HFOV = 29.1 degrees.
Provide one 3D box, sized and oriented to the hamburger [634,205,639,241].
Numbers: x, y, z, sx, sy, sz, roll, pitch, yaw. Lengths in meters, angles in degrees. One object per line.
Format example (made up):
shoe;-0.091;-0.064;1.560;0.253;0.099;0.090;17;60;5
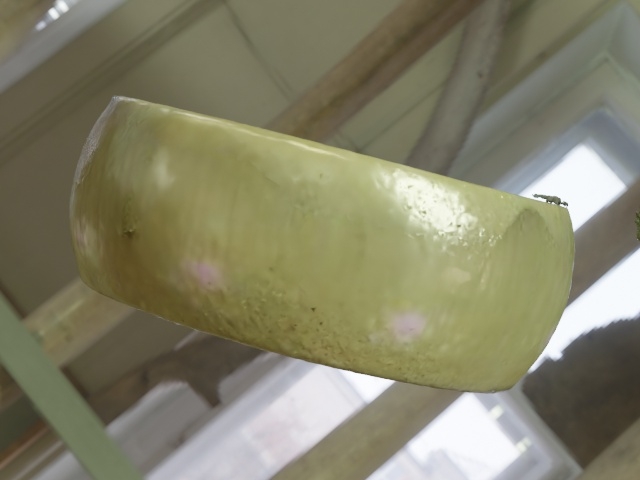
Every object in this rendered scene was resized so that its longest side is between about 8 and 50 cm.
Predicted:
hamburger;0.434;0.074;1.173;0.132;0.211;0.309;106;-25;-71

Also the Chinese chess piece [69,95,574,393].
Chinese chess piece;0.000;0.000;0.616;0.250;0.097;0.251;14;3;-1
